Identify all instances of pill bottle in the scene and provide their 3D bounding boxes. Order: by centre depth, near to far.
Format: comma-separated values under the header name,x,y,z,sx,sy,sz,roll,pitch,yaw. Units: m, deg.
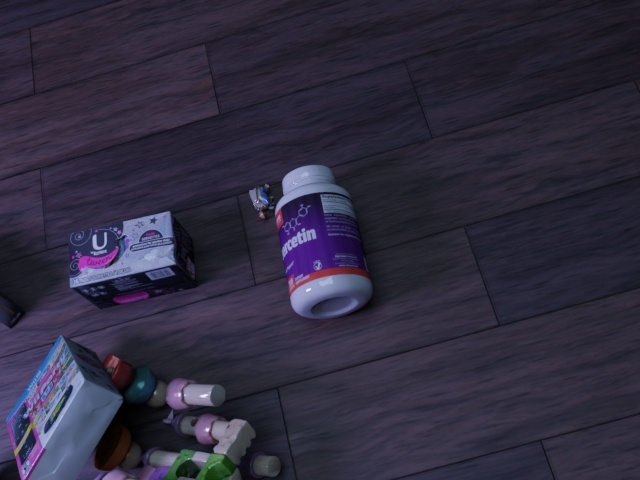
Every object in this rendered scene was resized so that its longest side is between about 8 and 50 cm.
name,x,y,z,sx,sy,sz,roll,pitch,yaw
pill bottle,0.000,0.000,1.698,0.182,0.181,0.322,-14,64,4

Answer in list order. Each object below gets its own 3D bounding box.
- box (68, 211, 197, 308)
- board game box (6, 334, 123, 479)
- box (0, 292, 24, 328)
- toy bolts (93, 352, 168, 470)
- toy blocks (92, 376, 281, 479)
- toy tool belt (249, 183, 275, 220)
name,x,y,z,sx,sy,sz,roll,pitch,yaw
box,-0.433,0.045,1.767,0.247,0.163,0.142,-13,65,4
board game box,-0.525,0.347,1.551,0.224,0.097,0.303,-59,27,-6
box,-0.836,0.103,1.806,0.231,0.183,0.056,29,74,22
toy bolts,-0.440,0.369,1.666,0.228,0.158,0.218,-59,28,-6
toy blocks,-0.281,0.472,1.527,0.260,0.309,0.288,-8,38,40
toy tool belt,-0.135,-0.095,1.840,0.051,0.052,0.083,-27,64,7
